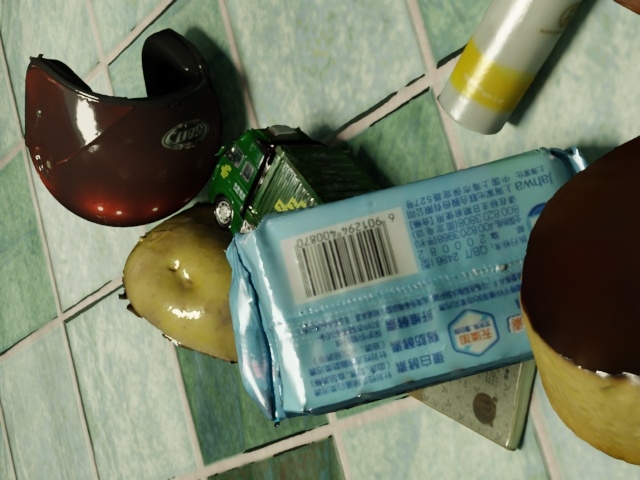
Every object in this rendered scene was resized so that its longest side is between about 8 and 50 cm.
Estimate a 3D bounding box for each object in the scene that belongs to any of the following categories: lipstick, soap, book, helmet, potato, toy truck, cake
[{"bbox_3d":[0.168,-0.194,0.834,0.059,0.059,0.264,54,132,32],"label":"lipstick"},{"bbox_3d":[0.075,0.031,0.851,0.077,0.293,0.156,52,-155,-79],"label":"soap"},{"bbox_3d":[0.101,0.075,0.979,0.199,0.016,0.138,24,112,47],"label":"book"},{"bbox_3d":[-0.198,-0.110,1.187,0.216,0.189,0.193,-12,99,49],"label":"helmet"},{"bbox_3d":[-0.126,0.027,1.159,0.243,0.138,0.098,36,116,39],"label":"potato"},{"bbox_3d":[0.000,0.000,1.016,0.259,0.088,0.121,52,130,33],"label":"toy truck"},{"bbox_3d":[0.236,0.055,0.714,0.208,0.178,0.185,-39,40,3],"label":"cake"}]

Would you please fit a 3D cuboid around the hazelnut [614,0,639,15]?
[{"bbox_3d":[0.222,-0.192,0.699,0.154,0.143,0.143,17,108,30],"label":"hazelnut"}]
